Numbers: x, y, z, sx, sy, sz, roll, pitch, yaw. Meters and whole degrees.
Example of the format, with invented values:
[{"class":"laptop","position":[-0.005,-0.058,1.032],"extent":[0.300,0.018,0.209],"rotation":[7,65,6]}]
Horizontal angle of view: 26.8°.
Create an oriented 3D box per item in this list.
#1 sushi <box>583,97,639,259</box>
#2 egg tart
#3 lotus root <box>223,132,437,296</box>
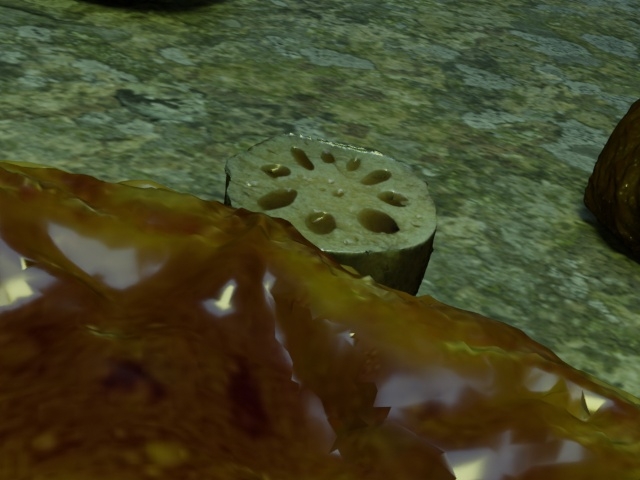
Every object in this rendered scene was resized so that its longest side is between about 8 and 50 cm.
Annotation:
[{"class":"sushi","position":[0.308,-0.067,0.981],"extent":[0.287,0.149,0.140],"rotation":[-45,28,-23]},{"class":"egg tart","position":[-0.061,0.120,0.334],"extent":[0.443,0.178,0.443],"rotation":[14,22,-6]},{"class":"lotus root","position":[0.000,0.001,0.741],"extent":[0.122,0.081,0.112],"rotation":[15,26,-2]}]
